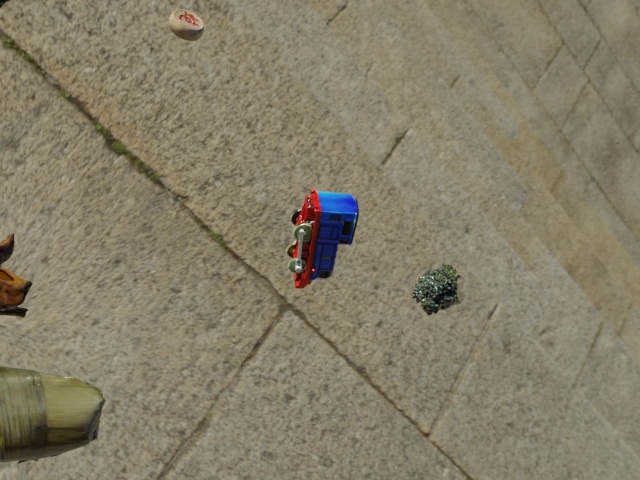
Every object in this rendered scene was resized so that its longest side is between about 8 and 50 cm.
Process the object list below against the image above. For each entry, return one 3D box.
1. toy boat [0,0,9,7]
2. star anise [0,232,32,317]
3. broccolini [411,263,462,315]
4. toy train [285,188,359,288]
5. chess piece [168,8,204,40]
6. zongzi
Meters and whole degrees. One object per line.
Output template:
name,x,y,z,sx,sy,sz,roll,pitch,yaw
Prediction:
toy boat,-0.440,-0.263,0.579,0.115,0.114,0.262,21,26,8
star anise,-0.513,0.067,0.814,0.196,0.212,0.111,-30,137,-44
broccolini,0.222,0.090,0.980,0.202,0.068,0.091,19,93,-55
toy train,0.000,0.000,1.207,0.131,0.083,0.204,3,126,-12
chess piece,-0.319,-0.512,1.387,0.083,0.038,0.084,22,41,-21
zongzi,-0.405,0.209,0.736,0.220,0.242,0.112,10,83,-31
